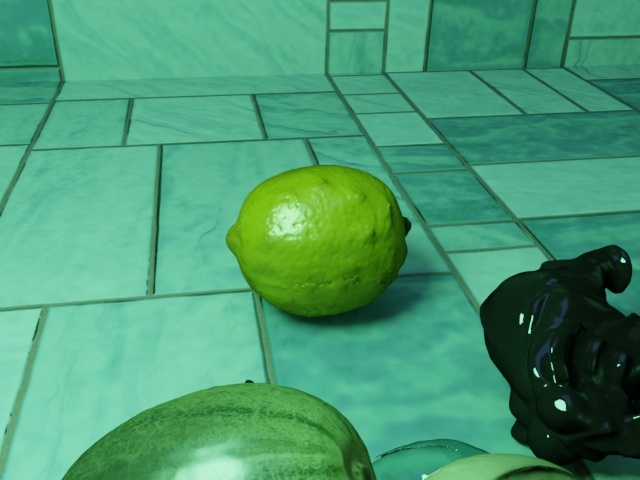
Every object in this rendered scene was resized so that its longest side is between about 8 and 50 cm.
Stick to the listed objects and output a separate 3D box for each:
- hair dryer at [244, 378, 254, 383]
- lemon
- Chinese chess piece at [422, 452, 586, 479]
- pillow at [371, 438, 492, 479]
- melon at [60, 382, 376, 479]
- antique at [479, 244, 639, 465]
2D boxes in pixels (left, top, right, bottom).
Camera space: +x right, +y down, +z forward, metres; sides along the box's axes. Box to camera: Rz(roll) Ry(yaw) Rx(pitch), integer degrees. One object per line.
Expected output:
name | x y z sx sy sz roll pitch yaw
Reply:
hair dryer | -0.098 0.249 0.852 0.195 0.078 0.248 8 25 8
lemon | -0.003 0.000 1.102 0.283 0.261 0.260 -14 33 -32
Chinese chess piece | 0.162 0.312 0.572 0.257 0.257 0.104 -20 -5 -33
pillow | 0.130 0.306 0.742 0.214 0.086 0.233 -4 28 1
melon | -0.101 0.259 0.604 0.329 0.249 0.249 -32 24 19
antique | 0.352 0.155 0.913 0.255 0.185 0.322 -5 38 -18
